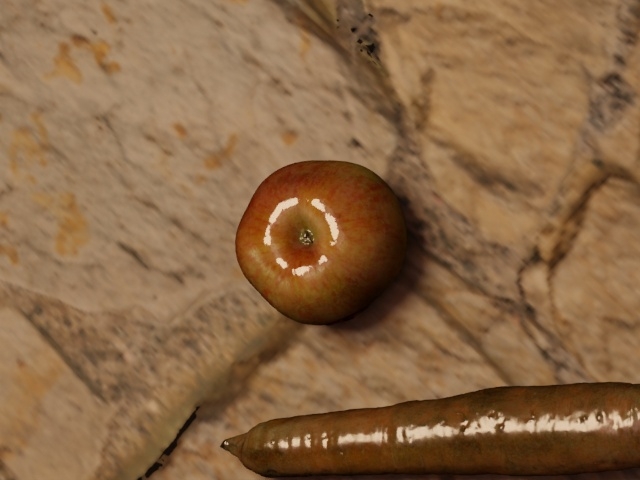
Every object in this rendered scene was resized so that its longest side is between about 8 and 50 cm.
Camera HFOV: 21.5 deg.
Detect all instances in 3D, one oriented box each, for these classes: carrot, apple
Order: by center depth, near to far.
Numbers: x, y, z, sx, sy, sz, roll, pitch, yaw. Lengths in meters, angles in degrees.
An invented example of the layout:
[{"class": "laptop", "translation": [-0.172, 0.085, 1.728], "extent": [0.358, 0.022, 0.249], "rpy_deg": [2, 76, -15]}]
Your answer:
[{"class": "carrot", "translation": [0.088, 0.140, 1.211], "extent": [0.342, 0.070, 0.070], "rpy_deg": [-6, 77, 22]}, {"class": "apple", "translation": [0.000, -0.003, 1.244], "extent": [0.126, 0.102, 0.126], "rpy_deg": [-3, 78, 16]}]
